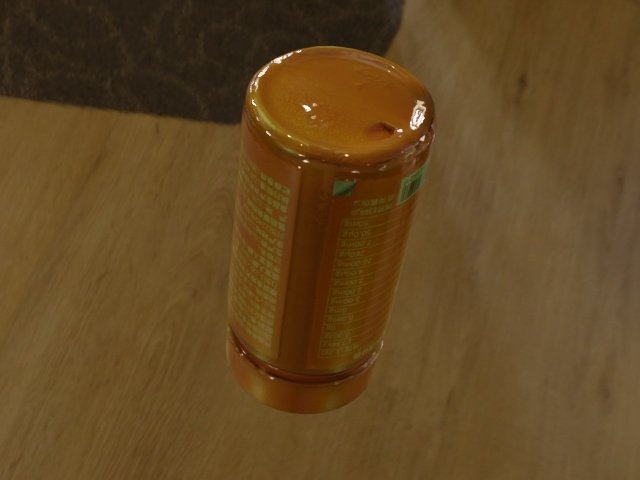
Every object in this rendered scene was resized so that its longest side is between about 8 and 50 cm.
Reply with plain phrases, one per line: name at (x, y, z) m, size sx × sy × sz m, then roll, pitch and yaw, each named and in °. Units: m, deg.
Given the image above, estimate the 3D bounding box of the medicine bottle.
medicine bottle at (0.000, 0.000, 0.540) m, size 0.096 × 0.192 × 0.096 m, roll 4°, pitch 44°, yaw -4°
